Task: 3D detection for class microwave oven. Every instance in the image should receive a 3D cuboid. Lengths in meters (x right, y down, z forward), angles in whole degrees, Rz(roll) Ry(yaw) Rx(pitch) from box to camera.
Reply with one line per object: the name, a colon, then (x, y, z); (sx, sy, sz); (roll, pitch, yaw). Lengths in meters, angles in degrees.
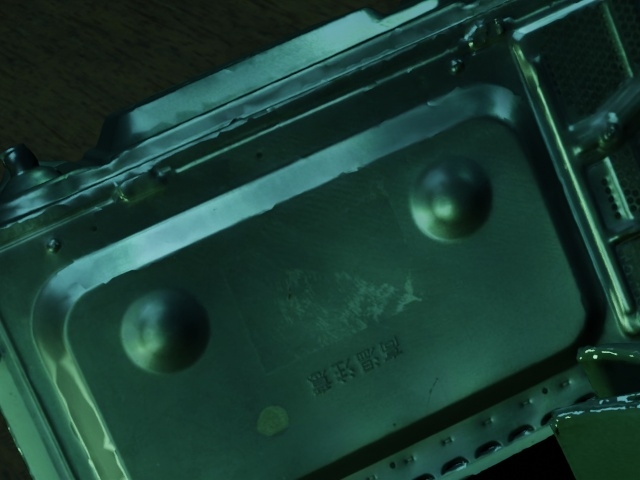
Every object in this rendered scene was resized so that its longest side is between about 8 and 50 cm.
microwave oven: (0.000, 0.000, 0.864); (0.394, 0.247, 0.333); (-25, 7, -10)

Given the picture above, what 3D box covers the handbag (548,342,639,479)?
handbag: (0.251, 0.144, 0.658); (0.247, 0.260, 0.079); (3, 46, 37)
